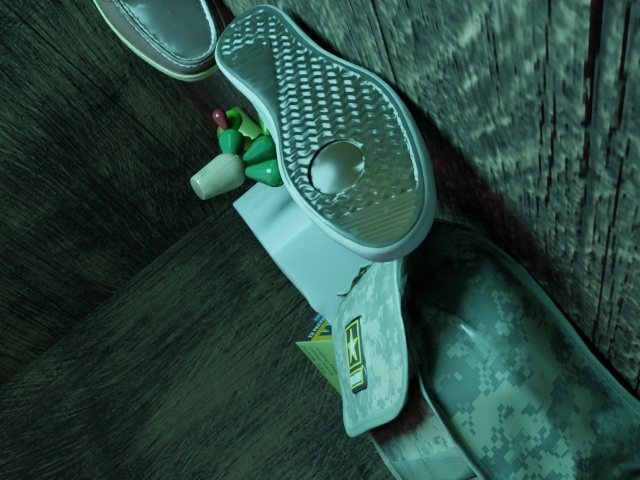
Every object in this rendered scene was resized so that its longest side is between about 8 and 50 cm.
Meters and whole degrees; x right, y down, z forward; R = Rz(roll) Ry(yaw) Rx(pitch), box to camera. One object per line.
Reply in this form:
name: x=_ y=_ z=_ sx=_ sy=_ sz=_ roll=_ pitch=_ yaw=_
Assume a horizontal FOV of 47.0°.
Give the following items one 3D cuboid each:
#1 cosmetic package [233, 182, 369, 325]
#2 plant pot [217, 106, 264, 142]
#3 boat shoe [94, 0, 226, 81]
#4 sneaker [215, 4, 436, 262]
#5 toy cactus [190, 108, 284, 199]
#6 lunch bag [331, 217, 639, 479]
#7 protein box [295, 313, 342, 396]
cosmetic package: x=0.000 y=0.000 z=1.151 sx=0.197 sy=0.155 sz=0.365 roll=51 pitch=176 yaw=-21
plant pot: x=-0.154 y=-0.219 z=1.515 sx=0.079 sy=0.083 sz=0.083 roll=36 pitch=172 yaw=20
boat shoe: x=-0.229 y=-0.335 z=0.838 sx=0.342 sy=0.123 sz=0.123 roll=56 pitch=178 yaw=-2
sneaker: x=0.019 y=-0.082 z=0.601 sx=0.123 sy=0.106 sz=0.290 roll=44 pitch=-168 yaw=-51
toy cactus: x=-0.091 y=-0.117 z=0.996 sx=0.219 sy=0.180 sz=0.112 roll=43 pitch=154 yaw=27
lunch bag: x=0.120 y=0.134 z=0.654 sx=0.287 sy=0.169 sz=0.235 roll=51 pitch=159 yaw=9
protein box: x=0.111 y=0.179 z=1.162 sx=0.200 sy=0.136 sz=0.201 roll=51 pitch=147 yaw=-17
